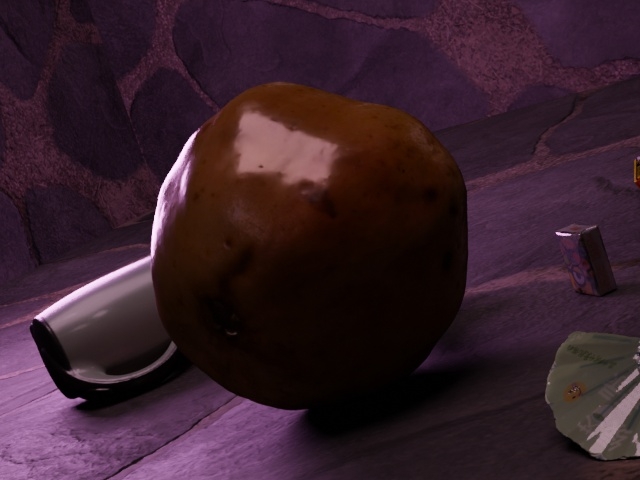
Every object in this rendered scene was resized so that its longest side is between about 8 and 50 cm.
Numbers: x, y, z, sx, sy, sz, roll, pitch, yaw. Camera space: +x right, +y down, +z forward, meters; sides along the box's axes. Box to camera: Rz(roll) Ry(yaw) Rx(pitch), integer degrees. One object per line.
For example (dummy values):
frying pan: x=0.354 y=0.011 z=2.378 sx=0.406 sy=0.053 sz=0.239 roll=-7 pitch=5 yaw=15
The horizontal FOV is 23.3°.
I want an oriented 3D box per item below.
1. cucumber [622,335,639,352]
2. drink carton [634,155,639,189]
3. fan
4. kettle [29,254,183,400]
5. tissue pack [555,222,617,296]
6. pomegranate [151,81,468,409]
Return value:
cucumber: x=0.325 y=0.107 z=1.434 sx=0.112 sy=0.064 sz=0.064 roll=-22 pitch=9 yaw=-31
drink carton: x=0.511 y=-0.107 z=2.327 sx=0.071 sy=0.056 sz=0.165 roll=-39 pitch=3 yaw=16
fan: x=0.268 y=0.133 z=1.351 sx=0.131 sy=0.009 sz=0.240 roll=-43 pitch=29 yaw=-8
kettle: x=-0.284 y=0.142 z=2.259 sx=0.236 sy=0.161 sz=0.221 roll=-23 pitch=40 yaw=-22
tissue pack: x=0.320 y=0.023 z=1.872 sx=0.035 sy=0.083 sz=0.063 roll=-24 pitch=10 yaw=-18
pomegranate: x=0.000 y=0.000 z=1.787 sx=0.410 sy=0.410 sz=0.410 roll=-18 pitch=9 yaw=3
